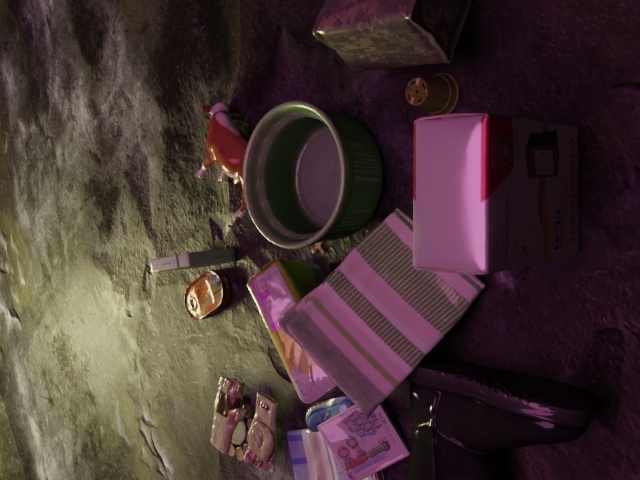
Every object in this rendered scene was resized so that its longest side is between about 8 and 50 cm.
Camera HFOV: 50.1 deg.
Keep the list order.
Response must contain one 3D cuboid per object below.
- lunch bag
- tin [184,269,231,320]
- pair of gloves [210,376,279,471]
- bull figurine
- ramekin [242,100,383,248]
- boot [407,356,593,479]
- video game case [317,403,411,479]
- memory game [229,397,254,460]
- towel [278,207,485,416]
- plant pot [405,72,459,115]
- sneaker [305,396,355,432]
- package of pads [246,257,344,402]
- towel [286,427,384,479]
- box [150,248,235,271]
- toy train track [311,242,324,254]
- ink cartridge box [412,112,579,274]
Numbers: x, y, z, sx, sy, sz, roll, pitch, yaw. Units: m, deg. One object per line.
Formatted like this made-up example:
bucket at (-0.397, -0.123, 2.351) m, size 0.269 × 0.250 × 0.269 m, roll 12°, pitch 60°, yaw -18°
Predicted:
lunch bag at (0.150, -0.467, 1.240) m, size 0.235 × 0.169 × 0.286 m, roll 7°, pitch 73°, yaw 44°
tin at (-0.307, 0.149, 1.859) m, size 0.190 × 0.040 × 0.106 m, roll -34°, pitch 66°, yaw 42°
pair of gloves at (-0.192, 0.466, 1.754) m, size 0.240 × 0.042 × 0.204 m, roll 12°, pitch 99°, yaw 41°
bull figurine at (-0.219, -0.203, 1.693) m, size 0.310 × 0.101 × 0.188 m, roll 48°, pitch 129°, yaw 34°
ramekin at (-0.013, -0.136, 1.449) m, size 0.303 × 0.148 × 0.303 m, roll 2°, pitch 93°, yaw 44°
boot at (0.297, 0.457, 1.199) m, size 0.367 × 0.146 × 0.444 m, roll 5°, pitch 94°, yaw 55°
video game case at (0.091, 0.421, 1.446) m, size 0.157 × 0.019 × 0.143 m, roll -35°, pitch 81°, yaw 21°
memory game at (-0.225, 0.496, 1.828) m, size 0.186 × 0.012 × 0.186 m, roll 6°, pitch 98°, yaw 44°
towel at (0.114, 0.123, 1.278) m, size 0.325 × 0.038 × 0.248 m, roll -44°, pitch 70°, yaw -7°
plant pot at (0.201, -0.275, 1.275) m, size 0.083 × 0.079 × 0.083 m, roll 5°, pitch 97°, yaw 46°
sneaker at (0.024, 0.395, 1.519) m, size 0.162 × 0.063 × 0.073 m, roll -44°, pitch 47°, yaw 39°
package of pads at (-0.010, 0.183, 1.419) m, size 0.101 × 0.229 × 0.296 m, roll -36°, pitch 68°, yaw 22°
towel at (0.032, 0.528, 1.558) m, size 0.285 × 0.034 × 0.209 m, roll -19°, pitch 80°, yaw 45°
box at (-0.338, 0.053, 1.803) m, size 0.186 × 0.145 × 0.038 m, roll -8°, pitch 87°, yaw 45°
toy train track at (0.000, 0.000, 1.551) m, size 0.048 × 0.014 × 0.083 m, roll 55°, pitch 128°, yaw 26°
ink cartridge box at (0.279, -0.073, 1.057) m, size 0.131 × 0.306 × 0.226 m, roll 2°, pitch 96°, yaw 44°
